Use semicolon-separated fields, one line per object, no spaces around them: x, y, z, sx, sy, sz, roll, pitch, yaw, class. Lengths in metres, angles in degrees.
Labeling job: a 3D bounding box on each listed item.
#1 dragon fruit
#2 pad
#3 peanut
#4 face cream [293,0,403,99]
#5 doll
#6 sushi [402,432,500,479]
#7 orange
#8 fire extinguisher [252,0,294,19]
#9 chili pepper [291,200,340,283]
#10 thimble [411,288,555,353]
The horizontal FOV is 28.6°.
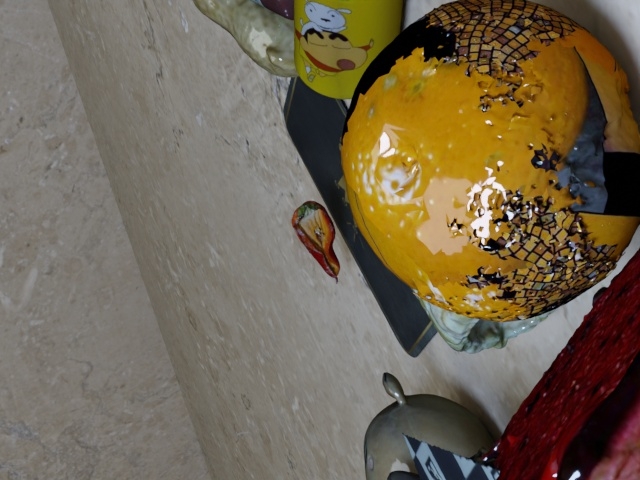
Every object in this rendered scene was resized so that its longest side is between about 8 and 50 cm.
0.205;0.080;0.765;0.100;0.282;0.343;30;-171;6;dragon fruit
0.027;-0.044;1.482;0.375;0.063;0.315;62;163;15;pad
-0.075;-0.265;1.440;0.214;0.099;0.099;50;157;34;peanut
0.028;-0.275;1.096;0.105;0.105;0.349;57;160;30;face cream
0.141;0.295;1.338;0.235;0.174;0.330;57;-173;-35;doll
0.185;0.295;1.039;0.292;0.059;0.294;180;69;-76;sushi
0.119;-0.057;0.905;0.234;0.182;0.235;16;112;43;orange
-0.062;-0.286;1.335;0.231;0.099;0.071;33;108;32;fire extinguisher
0.000;0.000;1.536;0.027;0.045;0.178;50;173;36;chili pepper
0.135;0.008;1.090;0.143;0.137;0.190;60;173;21;thimble
